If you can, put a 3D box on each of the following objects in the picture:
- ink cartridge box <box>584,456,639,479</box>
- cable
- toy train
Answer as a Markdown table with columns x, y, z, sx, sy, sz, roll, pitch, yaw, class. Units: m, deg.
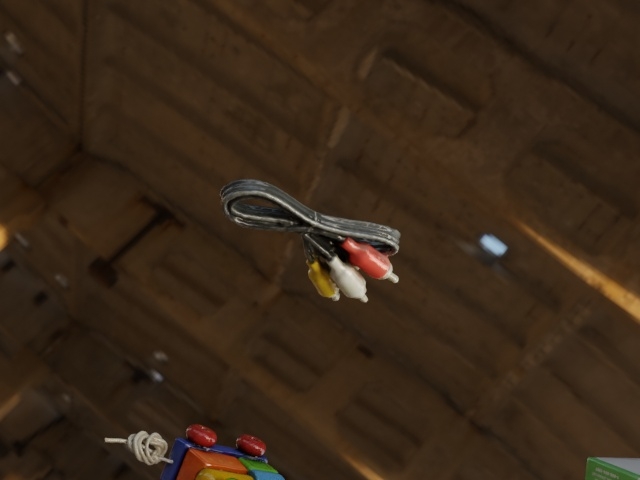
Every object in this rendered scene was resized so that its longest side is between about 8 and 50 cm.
| x | y | z | sx | sy | sz | roll | pitch | yaw | class |
| --- | --- | --- | --- | --- | --- | --- | --- | --- | --- |
| 0.425 | 0.438 | 1.472 | 0.121 | 0.289 | 0.211 | 6 | 2 | -25 | ink cartridge box |
| 0.000 | 0.000 | 1.466 | 0.139 | 0.072 | 0.287 | -21 | -32 | 27 | cable |
| -0.145 | 0.308 | 1.506 | 0.248 | 0.105 | 0.143 | 20 | 2 | -40 | toy train |
